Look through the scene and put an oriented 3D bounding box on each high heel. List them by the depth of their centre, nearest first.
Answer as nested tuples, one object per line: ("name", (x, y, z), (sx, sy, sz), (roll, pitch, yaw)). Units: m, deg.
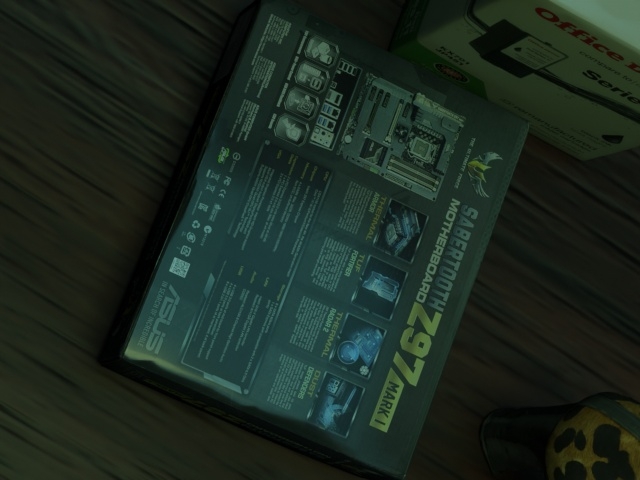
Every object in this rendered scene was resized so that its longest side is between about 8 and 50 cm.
("high heel", (0.186, 0.209, 1.113), (0.093, 0.186, 0.261), (-28, 94, -19))

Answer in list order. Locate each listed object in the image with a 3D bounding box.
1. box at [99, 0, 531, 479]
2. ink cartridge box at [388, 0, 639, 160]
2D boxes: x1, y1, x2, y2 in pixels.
("box", (0.000, 0.000, 1.137), (0.183, 0.059, 0.233), (24, 77, -15))
("ink cartridge box", (0.152, -0.125, 1.122), (0.153, 0.208, 0.087), (27, 77, -15))
